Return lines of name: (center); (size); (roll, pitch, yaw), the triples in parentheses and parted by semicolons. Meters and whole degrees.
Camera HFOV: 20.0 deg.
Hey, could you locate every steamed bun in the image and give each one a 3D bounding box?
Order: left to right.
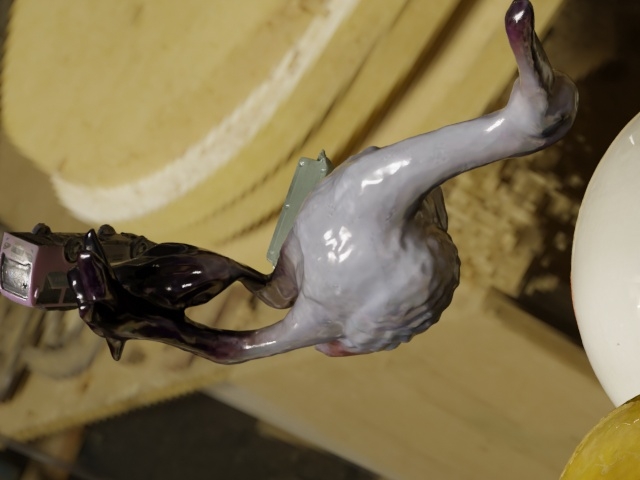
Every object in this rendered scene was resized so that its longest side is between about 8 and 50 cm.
steamed bun: (0.366, 0.039, 1.554); (0.241, 0.374, 0.374); (-22, 47, 56)

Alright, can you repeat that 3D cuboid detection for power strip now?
power strip: (-0.010, -0.018, 1.160); (0.027, 0.017, 0.083); (17, 86, 35)

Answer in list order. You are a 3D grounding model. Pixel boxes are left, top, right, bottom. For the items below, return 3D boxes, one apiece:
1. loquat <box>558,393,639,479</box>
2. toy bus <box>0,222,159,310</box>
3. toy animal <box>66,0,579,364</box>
loquat: (0.313, 0.248, 1.259); (0.328, 0.359, 0.328); (-3, 86, 46)
toy bus: (-0.150, 0.018, 1.166); (0.037, 0.131, 0.052); (21, 102, 34)
toy animal: (0.024, -0.001, 0.905); (0.324, 0.195, 0.090); (-27, 63, 30)
